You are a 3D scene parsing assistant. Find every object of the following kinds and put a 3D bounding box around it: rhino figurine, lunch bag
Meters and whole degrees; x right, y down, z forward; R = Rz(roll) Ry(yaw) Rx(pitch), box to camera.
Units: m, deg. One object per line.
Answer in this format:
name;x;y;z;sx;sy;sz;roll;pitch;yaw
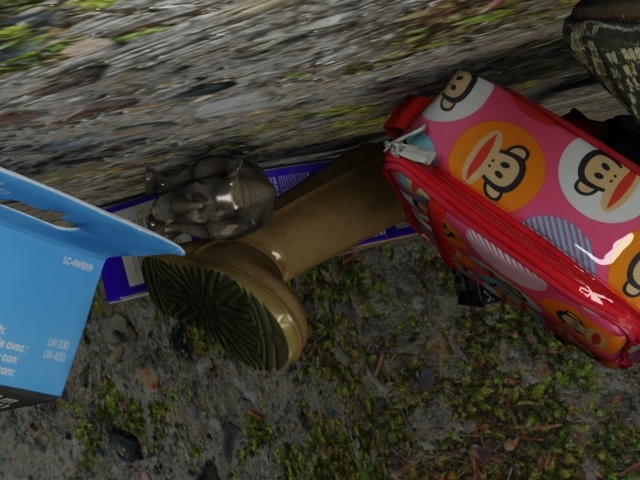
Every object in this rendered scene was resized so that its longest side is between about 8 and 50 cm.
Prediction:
rhino figurine;-0.090;-0.034;1.235;0.106;0.073;0.243;-6;-179;1
lunch bag;0.153;-0.022;1.113;0.120;0.258;0.293;-53;167;-3

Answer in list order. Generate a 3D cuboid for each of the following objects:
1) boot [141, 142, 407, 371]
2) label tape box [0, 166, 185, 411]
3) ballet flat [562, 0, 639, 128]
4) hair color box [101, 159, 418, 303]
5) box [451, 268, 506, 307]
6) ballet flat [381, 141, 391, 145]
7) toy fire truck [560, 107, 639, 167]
boot;0.000;0.000;1.371;0.269;0.089;0.236;-27;-148;-28
label tape box;-0.300;0.056;1.027;0.348;0.115;0.249;-11;163;23
ballet flat;0.224;-0.063;0.522;0.164;0.182;0.483;-13;179;-16
hair color box;-0.063;-0.018;1.643;0.185;0.110;0.339;-15;179;40
box;0.158;-0.032;1.402;0.078;0.180;0.147;-12;179;-5
ballet flat;0.115;-0.081;1.556;0.247;0.083;0.087;-12;155;-10
toy fire truck;0.290;-0.068;1.402;0.217;0.158;0.246;2;-153;-23
